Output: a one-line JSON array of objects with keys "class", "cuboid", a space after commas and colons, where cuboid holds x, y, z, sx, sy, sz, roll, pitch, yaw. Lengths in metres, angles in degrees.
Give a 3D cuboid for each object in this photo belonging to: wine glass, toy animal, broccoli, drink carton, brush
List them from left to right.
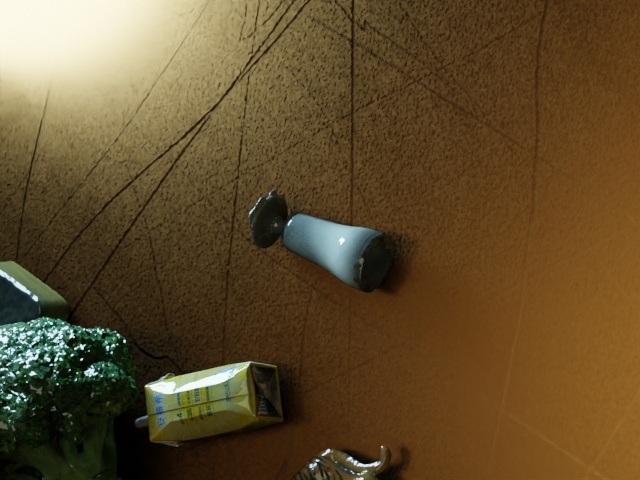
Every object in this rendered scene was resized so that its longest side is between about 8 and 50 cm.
[{"class": "brush", "cuboid": [-0.399, 0.132, 2.062, 0.123, 0.059, 0.197, 33, 101, 30]}, {"class": "broccoli", "cuboid": [-0.313, 0.222, 1.907, 0.270, 0.270, 0.270, -26, 94, 25]}, {"class": "drink carton", "cuboid": [-0.143, 0.187, 1.905, 0.200, 0.074, 0.084, -15, 77, 26]}, {"class": "toy animal", "cuboid": [-0.014, 0.298, 1.828, 0.099, 0.057, 0.241, 47, 108, 25]}, {"class": "wine glass", "cuboid": [0.000, 0.000, 1.844, 0.155, 0.072, 0.072, 22, 96, 31]}]
